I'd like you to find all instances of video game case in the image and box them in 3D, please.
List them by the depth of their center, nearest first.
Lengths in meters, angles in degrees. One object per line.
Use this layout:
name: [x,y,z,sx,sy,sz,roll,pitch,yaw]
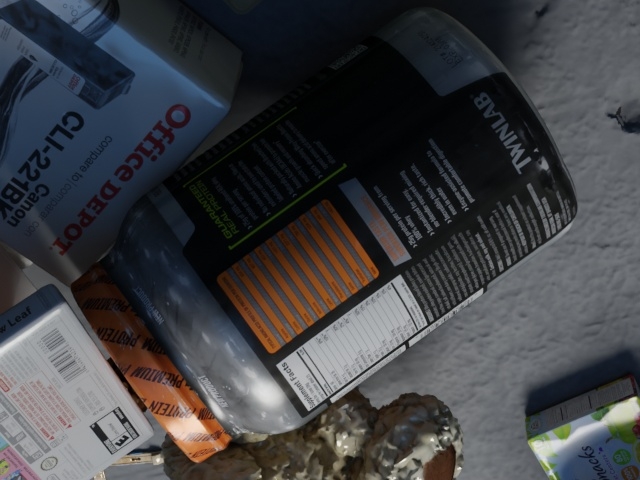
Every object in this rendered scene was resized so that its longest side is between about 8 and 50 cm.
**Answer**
video game case: [-0.220,0.135,0.980,0.193,0.023,0.212,-35,150,-9]

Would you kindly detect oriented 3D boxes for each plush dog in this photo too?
plush dog: [-0.048,0.128,1.176,0.262,0.210,0.225,-20,103,-18]

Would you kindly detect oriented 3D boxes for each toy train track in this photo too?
toy train track: [-0.177,0.192,1.282,0.083,0.014,0.048,-6,118,5]

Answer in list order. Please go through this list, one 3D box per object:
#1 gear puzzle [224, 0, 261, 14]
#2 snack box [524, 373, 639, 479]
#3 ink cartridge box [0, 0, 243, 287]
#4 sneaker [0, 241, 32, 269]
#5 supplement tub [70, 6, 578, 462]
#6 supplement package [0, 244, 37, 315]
gear puzzle: [0.012,-0.320,0.991,0.339,0.044,0.175,-39,109,17]
snack box: [0.246,0.191,1.252,0.100,0.037,0.141,-25,115,16]
ink cartridge box: [-0.219,-0.126,1.056,0.273,0.114,0.197,36,114,-17]
sneaker: [-0.317,-0.027,1.146,0.212,0.080,0.094,29,127,-5]
supplement tub: [0.000,0.000,1.023,0.316,0.193,0.193,-35,113,-4]
supplement package: [-0.378,0.078,1.073,0.293,0.177,0.175,1,152,14]
